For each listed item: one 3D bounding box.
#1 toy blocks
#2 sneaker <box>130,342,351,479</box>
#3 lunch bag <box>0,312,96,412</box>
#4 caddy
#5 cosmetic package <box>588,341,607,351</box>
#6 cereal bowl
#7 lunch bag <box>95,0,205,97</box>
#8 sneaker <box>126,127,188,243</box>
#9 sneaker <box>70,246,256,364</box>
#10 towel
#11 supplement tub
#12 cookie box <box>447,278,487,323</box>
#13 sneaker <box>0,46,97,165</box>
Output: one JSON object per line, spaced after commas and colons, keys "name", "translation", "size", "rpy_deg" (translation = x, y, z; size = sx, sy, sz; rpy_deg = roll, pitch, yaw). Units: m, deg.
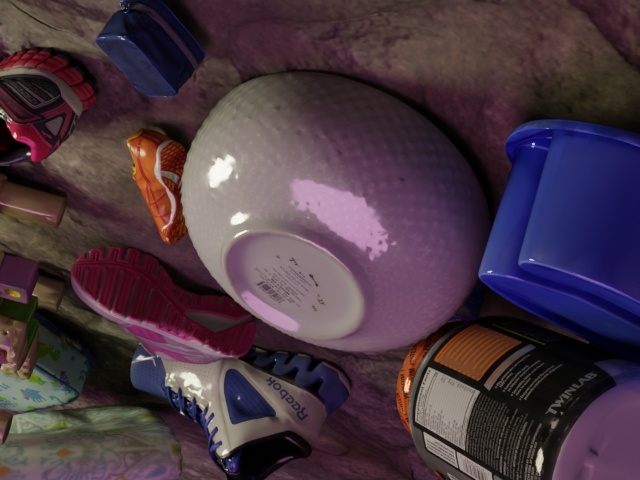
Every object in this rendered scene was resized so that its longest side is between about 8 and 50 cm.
{"name": "toy blocks", "translation": [-0.493, 0.082, 1.490], "size": [0.260, 0.309, 0.288], "rpy_deg": [16, 146, -3]}
{"name": "sneaker", "translation": [-0.133, 0.235, 1.620], "size": [0.316, 0.182, 0.127], "rpy_deg": [9, 143, 18]}
{"name": "lunch bag", "translation": [-0.467, 0.183, 1.814], "size": [0.219, 0.090, 0.176], "rpy_deg": [-18, 132, 44]}
{"name": "caddy", "translation": [0.312, 0.005, 1.066], "size": [0.341, 0.179, 0.241], "rpy_deg": [26, 170, -7]}
{"name": "cosmetic package", "translation": [0.404, 0.150, 1.274], "size": [0.238, 0.107, 0.127], "rpy_deg": [11, 147, 13]}
{"name": "cereal bowl", "translation": [0.000, 0.000, 1.221], "size": [0.339, 0.141, 0.339], "rpy_deg": [16, 139, 14]}
{"name": "lunch bag", "translation": [-0.165, -0.194, 1.146], "size": [0.067, 0.065, 0.098], "rpy_deg": [10, 149, 44]}
{"name": "sneaker", "translation": [-0.180, -0.064, 1.353], "size": [0.067, 0.064, 0.175], "rpy_deg": [30, 146, 25]}
{"name": "sneaker", "translation": [-0.218, 0.101, 1.551], "size": [0.252, 0.103, 0.111], "rpy_deg": [29, 144, -10]}
{"name": "towel", "translation": [-0.379, 0.300, 1.699], "size": [0.321, 0.090, 0.374], "rpy_deg": [-6, 180, -13]}
{"name": "supplement tub", "translation": [0.215, 0.185, 1.176], "size": [0.193, 0.193, 0.316], "rpy_deg": [39, 172, -24]}
{"name": "cookie box", "translation": [0.141, 0.071, 1.364], "size": [0.092, 0.040, 0.107], "rpy_deg": [18, 145, 9]}
{"name": "sneaker", "translation": [-0.392, -0.136, 1.310], "size": [0.299, 0.112, 0.121], "rpy_deg": [-6, 137, 36]}
